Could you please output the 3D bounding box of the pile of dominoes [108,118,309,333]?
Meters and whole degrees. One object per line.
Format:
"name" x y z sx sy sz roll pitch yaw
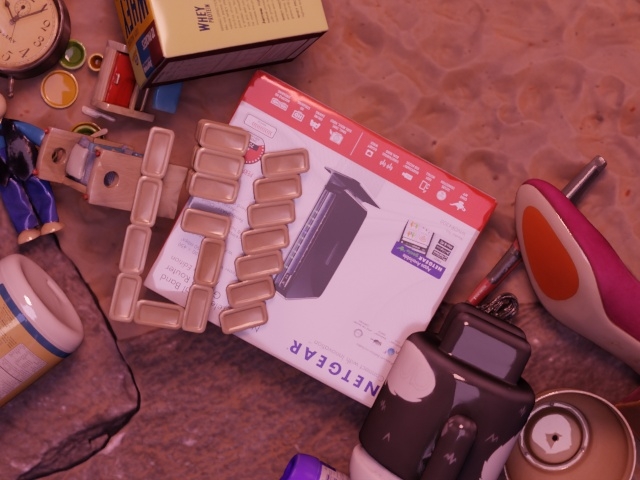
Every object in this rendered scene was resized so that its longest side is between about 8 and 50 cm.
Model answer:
"pile of dominoes" -0.133 -0.013 1.518 0.196 0.040 0.251 12 99 -17

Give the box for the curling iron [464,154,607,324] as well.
"curling iron" 0.272 0.007 1.607 0.068 0.035 0.274 34 93 -15

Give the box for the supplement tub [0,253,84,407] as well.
"supplement tub" -0.407 0.127 1.561 0.199 0.144 0.144 -37 94 3

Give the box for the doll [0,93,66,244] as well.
"doll" -0.374 -0.096 1.580 0.129 0.046 0.189 -18 98 23

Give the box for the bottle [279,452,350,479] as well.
"bottle" 0.073 0.369 1.598 0.282 0.118 0.092 29 94 -3

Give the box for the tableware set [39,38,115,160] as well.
"tableware set" -0.306 -0.168 1.595 0.104 0.024 0.154 22 95 -2

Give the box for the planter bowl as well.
"planter bowl" 0.300 0.255 1.592 0.162 0.109 0.162 0 96 -1

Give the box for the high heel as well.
"high heel" 0.383 0.062 1.580 0.181 0.127 0.377 -34 100 -27

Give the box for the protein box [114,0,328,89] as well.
"protein box" -0.128 -0.302 1.481 0.201 0.136 0.200 -14 86 -22

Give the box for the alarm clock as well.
"alarm clock" -0.360 -0.278 1.562 0.129 0.064 0.192 38 91 4

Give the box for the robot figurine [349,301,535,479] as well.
"robot figurine" 0.148 0.218 1.505 0.173 0.209 0.278 32 101 38

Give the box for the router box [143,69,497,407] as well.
"router box" 0.000 0.000 1.581 0.335 0.082 0.301 28 94 -3

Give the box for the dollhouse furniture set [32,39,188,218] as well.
"dollhouse furniture set" -0.236 -0.138 1.518 0.129 0.129 0.184 11 98 -45
